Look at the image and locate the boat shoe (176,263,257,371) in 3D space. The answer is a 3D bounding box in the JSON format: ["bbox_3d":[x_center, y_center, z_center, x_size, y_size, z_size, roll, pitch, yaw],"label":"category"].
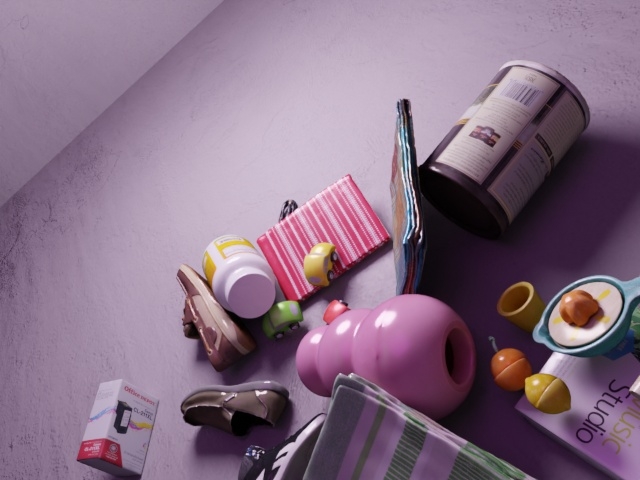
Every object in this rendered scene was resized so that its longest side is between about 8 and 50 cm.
[{"bbox_3d":[-0.276,0.177,1.363,0.123,0.123,0.342,-45,48,-3],"label":"boat shoe"}]

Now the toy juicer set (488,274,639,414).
[{"bbox_3d":[0.356,0.135,0.802,0.329,0.089,0.209,-17,35,57],"label":"toy juicer set"}]

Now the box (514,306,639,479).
[{"bbox_3d":[0.463,0.229,0.786,0.232,0.058,0.322,-51,42,-9],"label":"box"}]

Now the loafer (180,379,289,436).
[{"bbox_3d":[-0.182,0.342,1.167,0.251,0.094,0.087,-18,43,26],"label":"loafer"}]

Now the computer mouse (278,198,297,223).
[{"bbox_3d":[-0.078,-0.018,1.423,0.071,0.041,0.242,-27,44,19],"label":"computer mouse"}]

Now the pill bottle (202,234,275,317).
[{"bbox_3d":[-0.180,0.082,1.305,0.136,0.136,0.245,-46,25,-3],"label":"pill bottle"}]

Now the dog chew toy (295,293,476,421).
[{"bbox_3d":[0.092,0.204,1.002,0.331,0.206,0.207,-13,49,41],"label":"dog chew toy"}]

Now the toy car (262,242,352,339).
[{"bbox_3d":[-0.036,0.136,1.221,0.225,0.053,0.239,-32,56,15],"label":"toy car"}]

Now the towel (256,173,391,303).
[{"bbox_3d":[0.000,0.000,1.309,0.275,0.031,0.199,-35,64,9],"label":"towel"}]

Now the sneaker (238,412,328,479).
[{"bbox_3d":[-0.075,0.384,1.060,0.121,0.079,0.217,27,77,45],"label":"sneaker"}]

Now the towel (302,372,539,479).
[{"bbox_3d":[0.125,0.366,0.831,0.324,0.038,0.248,24,103,29],"label":"towel"}]

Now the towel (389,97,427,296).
[{"bbox_3d":[0.157,-0.054,1.118,0.040,0.271,0.370,0,51,2],"label":"towel"}]

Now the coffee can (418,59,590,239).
[{"bbox_3d":[0.340,-0.168,1.101,0.275,0.201,0.201,-50,42,-8],"label":"coffee can"}]

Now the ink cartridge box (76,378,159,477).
[{"bbox_3d":[-0.441,0.412,1.286,0.072,0.127,0.175,-17,48,25],"label":"ink cartridge box"}]
